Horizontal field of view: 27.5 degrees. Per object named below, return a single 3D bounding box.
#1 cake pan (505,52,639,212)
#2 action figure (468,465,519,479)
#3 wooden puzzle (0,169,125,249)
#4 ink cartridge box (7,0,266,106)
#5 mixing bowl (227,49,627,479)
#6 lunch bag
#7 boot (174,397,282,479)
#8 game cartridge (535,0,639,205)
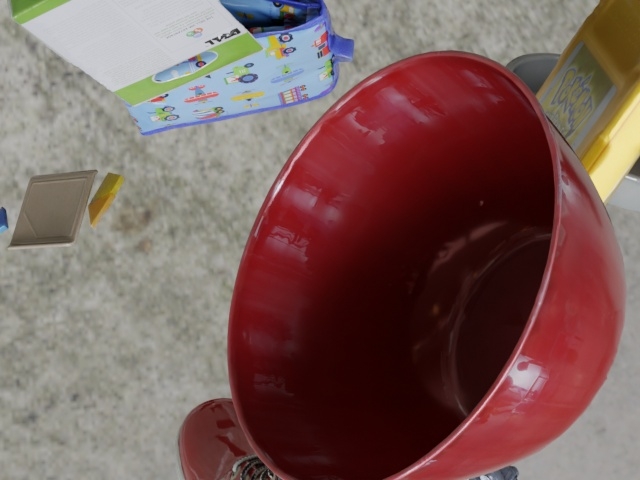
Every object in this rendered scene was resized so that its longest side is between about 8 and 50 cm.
[{"bbox_3d":[0.346,-0.128,1.570,0.293,0.293,0.054,7,125,-23],"label":"cake pan"},{"bbox_3d":[0.093,0.246,1.448,0.330,0.178,0.341,-28,107,38],"label":"action figure"},{"bbox_3d":[-0.210,-0.023,1.037,0.116,0.078,0.014,4,151,33],"label":"wooden puzzle"},{"bbox_3d":[-0.200,-0.263,1.440,0.189,0.097,0.255,-22,156,14],"label":"ink cartridge box"},{"bbox_3d":[0.055,0.025,0.533,0.098,0.181,0.181,26,122,-35],"label":"mixing bowl"},{"bbox_3d":[-0.104,-0.235,1.652,0.293,0.138,0.221,0,162,5],"label":"lunch bag"},{"bbox_3d":[-0.016,0.122,0.703,0.088,0.244,0.176,-18,127,-20],"label":"boot"},{"bbox_3d":[0.254,-0.113,1.306,0.053,0.285,0.323,27,110,-9],"label":"game cartridge"}]
